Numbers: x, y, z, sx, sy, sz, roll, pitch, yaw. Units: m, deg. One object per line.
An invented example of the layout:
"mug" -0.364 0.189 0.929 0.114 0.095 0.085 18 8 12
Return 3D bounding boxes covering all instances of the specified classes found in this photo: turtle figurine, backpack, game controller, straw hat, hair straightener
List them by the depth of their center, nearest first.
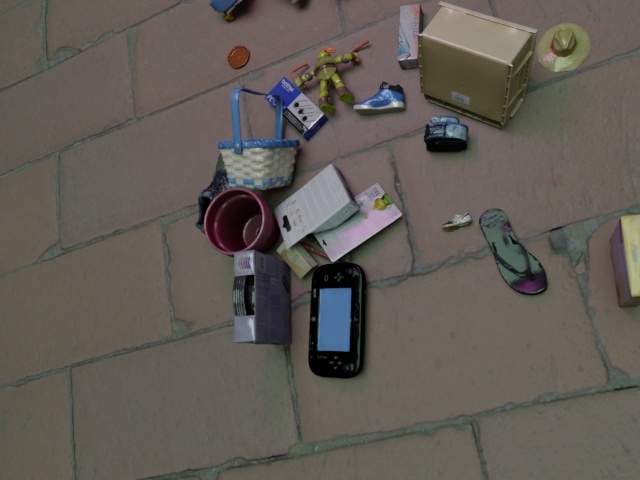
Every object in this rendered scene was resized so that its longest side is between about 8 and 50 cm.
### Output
"straw hat" 0.651 -0.532 1.478 0.145 0.061 0.144 -5 77 20
"backpack" 0.349 -0.295 1.521 0.115 0.105 0.084 6 82 17
"game controller" 0.045 0.222 1.549 0.167 0.067 0.318 -2 77 21
"hair straightener" 0.000 0.000 1.624 0.231 0.047 0.089 28 89 29
"turtle figurine" 0.037 -0.512 1.687 0.270 0.087 0.217 -19 66 10

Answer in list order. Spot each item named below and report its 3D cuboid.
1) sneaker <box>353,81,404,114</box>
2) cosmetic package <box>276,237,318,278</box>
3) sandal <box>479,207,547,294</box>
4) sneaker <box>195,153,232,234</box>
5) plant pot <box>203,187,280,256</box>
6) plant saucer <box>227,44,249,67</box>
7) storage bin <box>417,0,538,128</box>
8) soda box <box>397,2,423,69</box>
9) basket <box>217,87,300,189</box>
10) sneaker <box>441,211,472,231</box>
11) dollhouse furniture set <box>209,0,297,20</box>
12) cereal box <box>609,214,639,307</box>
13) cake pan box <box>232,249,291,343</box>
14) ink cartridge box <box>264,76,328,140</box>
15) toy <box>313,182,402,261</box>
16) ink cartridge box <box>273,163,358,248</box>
"sneaker" 0.173 -0.426 1.644 0.152 0.058 0.084 -2 83 17
"cosmetic package" -0.069 0.050 1.622 0.115 0.041 0.060 48 124 10
"sandal" 0.486 0.031 1.421 0.097 0.054 0.254 -33 68 12
"sneaker" -0.317 -0.150 1.745 0.111 0.121 0.299 5 80 22
"plant pot" -0.216 -0.039 1.648 0.202 0.180 0.201 -5 77 20
"plant saucer" -0.281 -0.630 1.896 0.084 0.013 0.083 -5 77 21
"storage bin" 0.404 -0.452 1.456 0.262 0.260 0.123 29 73 24
"soda box" 0.270 -0.609 1.648 0.063 0.058 0.183 0 78 22
"basket" -0.184 -0.297 1.639 0.201 0.255 0.288 9 101 25
"sneaker" 0.369 -0.052 1.504 0.083 0.032 0.036 -16 59 13
"dollhouse furniture set" -0.193 -0.896 1.894 0.303 0.198 0.286 -17 45 49
"cereal box" 0.692 0.053 1.233 0.048 0.240 0.172 -6 77 21
"cake pan box" -0.157 0.166 1.533 0.070 0.267 0.245 -8 78 18
"ink cartridge box" -0.078 -0.419 1.751 0.097 0.046 0.207 -45 66 6
"toy" 0.106 -0.046 1.589 0.237 0.056 0.136 -36 59 5
"ink cartridge box" -0.016 -0.093 1.616 0.232 0.066 0.189 -40 43 18
